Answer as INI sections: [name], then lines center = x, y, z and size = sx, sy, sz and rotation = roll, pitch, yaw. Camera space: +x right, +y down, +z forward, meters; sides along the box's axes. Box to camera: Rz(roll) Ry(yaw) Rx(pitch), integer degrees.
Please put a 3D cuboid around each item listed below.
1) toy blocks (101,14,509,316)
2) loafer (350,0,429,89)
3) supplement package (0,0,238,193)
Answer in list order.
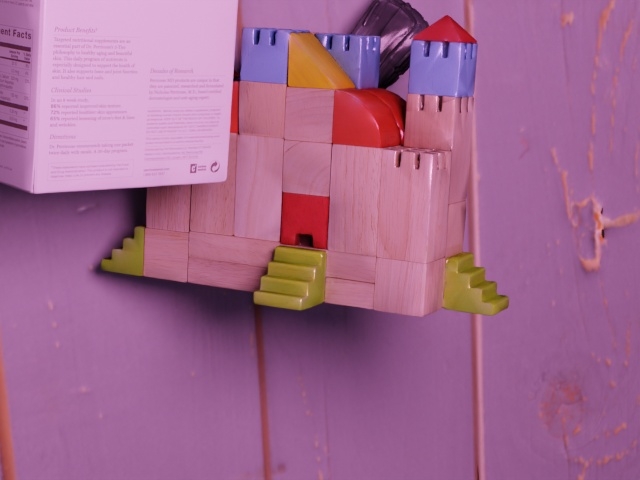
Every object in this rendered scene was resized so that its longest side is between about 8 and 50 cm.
[toy blocks]
center = -0.013, -0.083, 1.340
size = 0.191, 0.381, 0.261
rotation = -15, 110, -64
[loafer]
center = 0.015, -0.157, 1.468
size = 0.078, 0.076, 0.223
rotation = 43, 89, 10
[supplement package]
center = -0.207, -0.189, 1.243
size = 0.199, 0.198, 0.263
rotation = -6, 105, -42
